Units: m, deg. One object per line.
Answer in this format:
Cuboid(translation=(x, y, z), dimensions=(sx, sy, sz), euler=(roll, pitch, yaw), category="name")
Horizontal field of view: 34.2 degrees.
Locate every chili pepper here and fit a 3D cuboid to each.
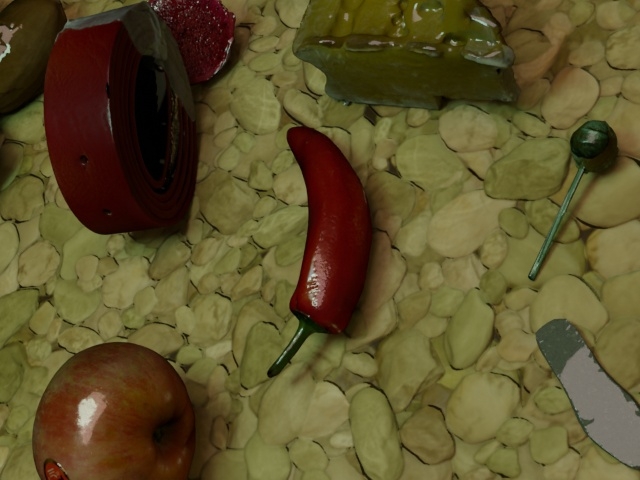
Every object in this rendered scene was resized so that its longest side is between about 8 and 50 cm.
Cuboid(translation=(0.005, -0.006, 1.307), dimensions=(0.137, 0.092, 0.368), euler=(-24, 46, 36), category="chili pepper")

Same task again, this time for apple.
Cuboid(translation=(-0.238, 0.227, 1.219), dimensions=(0.164, 0.209, 0.209), euler=(4, 66, 23), category="apple")

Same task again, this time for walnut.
Cuboid(translation=(-0.502, -0.297, 1.685), dimensions=(0.137, 0.137, 0.245), euler=(36, 84, 36), category="walnut")

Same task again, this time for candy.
Cuboid(translation=(0.285, -0.046, 1.201), dimensions=(0.061, 0.061, 0.202), euler=(24, 85, 34), category="candy")

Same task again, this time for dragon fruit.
Cuboid(translation=(-0.204, -0.306, 1.565), dimensions=(0.153, 0.153, 0.111), euler=(-38, 12, 3), category="dragon fruit")

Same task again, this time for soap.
Cuboid(translation=(0.158, -0.351, 1.356), dimensions=(0.304, 0.169, 0.339), euler=(8, 69, 30), category="soap")

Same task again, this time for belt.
Cuboid(translation=(-0.269, -0.173, 1.422), dimensions=(0.115, 0.227, 0.324), euler=(-8, 82, 21), category="belt")

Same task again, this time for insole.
Cuboid(translation=(0.290, 0.161, 1.104), dimensions=(0.063, 0.010, 0.192), euler=(-33, 53, 6), category="insole")
